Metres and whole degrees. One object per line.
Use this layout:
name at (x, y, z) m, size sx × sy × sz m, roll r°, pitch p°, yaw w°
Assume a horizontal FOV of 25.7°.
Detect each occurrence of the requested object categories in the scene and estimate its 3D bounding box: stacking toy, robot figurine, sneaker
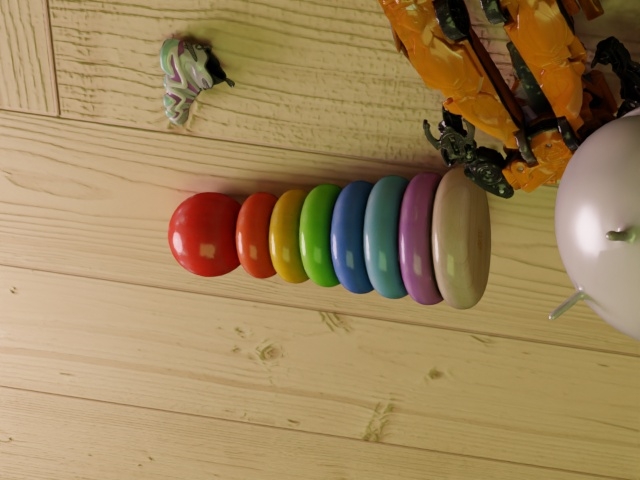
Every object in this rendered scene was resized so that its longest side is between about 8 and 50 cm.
stacking toy at (0.000, 0.000, 1.426) m, size 0.330 × 0.141 × 0.141 m, roll -1°, pitch 137°, yaw 19°
robot figurine at (0.176, -0.157, 1.243) m, size 0.211 × 0.085 × 0.291 m, roll -16°, pitch 131°, yaw 27°
robot figurine at (0.339, -0.036, 1.170) m, size 0.353 × 0.200 × 0.300 m, roll -25°, pitch 144°, yaw -28°
sneaker at (-0.115, -0.148, 1.347) m, size 0.069 × 0.038 × 0.098 m, roll 5°, pitch 139°, yaw 7°
